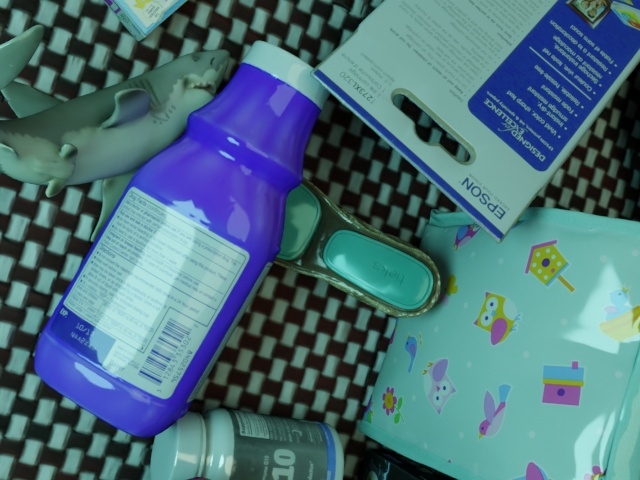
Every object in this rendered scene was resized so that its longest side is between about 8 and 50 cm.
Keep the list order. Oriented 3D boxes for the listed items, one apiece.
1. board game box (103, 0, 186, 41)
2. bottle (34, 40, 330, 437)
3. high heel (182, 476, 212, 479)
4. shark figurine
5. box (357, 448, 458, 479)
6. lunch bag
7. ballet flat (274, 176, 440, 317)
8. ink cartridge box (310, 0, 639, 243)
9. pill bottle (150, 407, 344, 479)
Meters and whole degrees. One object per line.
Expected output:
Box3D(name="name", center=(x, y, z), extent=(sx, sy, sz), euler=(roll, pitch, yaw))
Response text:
Box3D(name="board game box", center=(-0.114, -0.241, 0.675), extent=(0.154, 0.026, 0.103), euler=(-45, 109, -16))
Box3D(name="bottle", center=(-0.089, -0.005, 0.639), extent=(0.118, 0.092, 0.283), euler=(29, 89, 6))
Box3D(name="high heel", center=(-0.034, 0.227, 0.655), extent=(0.244, 0.082, 0.117), euler=(27, 123, -31))
Box3D(name="shark figurine", center=(-0.190, -0.088, 0.595), extent=(0.116, 0.278, 0.166), euler=(41, 109, 17))
Box3D(name="box", center=(0.128, 0.242, 0.728), extent=(0.147, 0.180, 0.078), euler=(17, 87, -24))
Box3D(name="lunch bag", center=(0.171, 0.093, 0.695), extent=(0.160, 0.262, 0.224), euler=(20, 84, -24))
Box3D(name="ballet flat", center=(0.000, 0.000, 0.711), extent=(0.206, 0.067, 0.073), euler=(33, 87, 8))
Box3D(name="ink cartridge box", center=(0.156, -0.164, 0.706), extent=(0.175, 0.069, 0.371), euler=(42, 58, 1))
Box3D(name="pill bottle", center=(-0.058, 0.173, 0.696), extent=(0.137, 0.078, 0.078), euler=(13, 88, -24))
